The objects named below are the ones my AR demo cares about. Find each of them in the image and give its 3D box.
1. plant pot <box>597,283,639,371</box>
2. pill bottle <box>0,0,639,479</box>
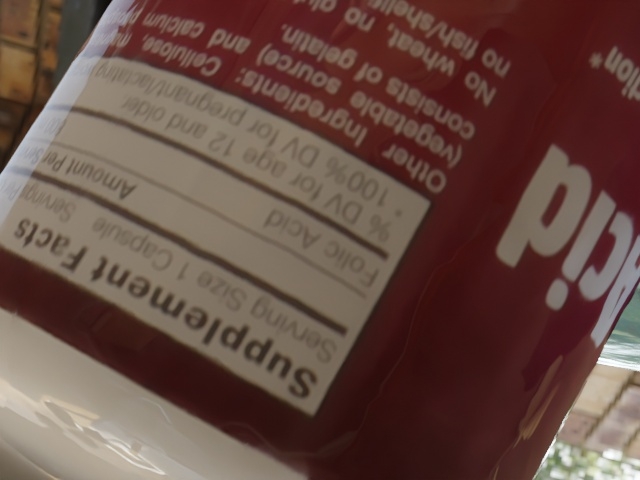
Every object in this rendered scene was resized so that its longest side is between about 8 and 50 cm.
[{"bbox_3d":[0.283,-0.032,0.927,0.334,0.341,0.341,1,-109,41],"label":"plant pot"},{"bbox_3d":[0.000,0.000,0.449,0.392,0.224,0.224,-60,-177,-9],"label":"pill bottle"}]
